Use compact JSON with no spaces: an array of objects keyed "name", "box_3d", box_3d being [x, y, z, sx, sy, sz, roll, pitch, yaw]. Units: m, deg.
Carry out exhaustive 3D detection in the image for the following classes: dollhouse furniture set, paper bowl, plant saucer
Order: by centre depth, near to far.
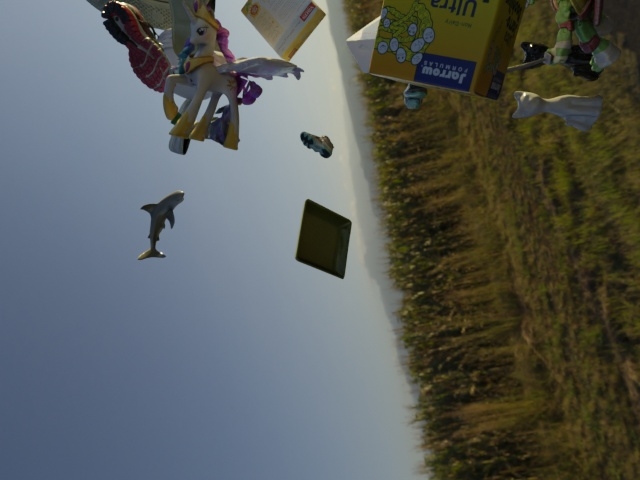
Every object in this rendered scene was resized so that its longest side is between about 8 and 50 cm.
[{"name":"plant saucer","box_3d":[0.000,0.000,1.593,0.188,0.045,0.188,25,-115,-37]},{"name":"dollhouse furniture set","box_3d":[-0.374,-0.347,1.654,0.152,0.059,0.076,-15,-47,-62]},{"name":"paper bowl","box_3d":[-0.464,-0.614,1.982,0.284,0.284,0.148,56,-137,-66]}]

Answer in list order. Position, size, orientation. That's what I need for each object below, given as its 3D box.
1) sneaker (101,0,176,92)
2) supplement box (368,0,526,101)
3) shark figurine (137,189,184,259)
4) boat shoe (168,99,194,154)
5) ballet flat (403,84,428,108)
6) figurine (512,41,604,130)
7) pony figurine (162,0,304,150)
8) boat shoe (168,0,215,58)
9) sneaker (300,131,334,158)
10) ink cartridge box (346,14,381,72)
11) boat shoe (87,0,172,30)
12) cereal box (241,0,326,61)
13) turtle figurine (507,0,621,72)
[{"name":"sneaker","box_3d":[-0.524,-0.589,1.666,0.299,0.121,0.112,59,-152,-6]},{"name":"supplement box","box_3d":[0.239,-0.436,0.933,0.195,0.194,0.356,-19,-56,-60]},{"name":"shark figurine","box_3d":[-0.598,-0.072,1.981,0.116,0.166,0.278,21,-86,-41]},{"name":"boat shoe","box_3d":[-0.518,-0.442,2.155,0.227,0.081,0.079,-68,-12,12]},{"name":"ballet flat","box_3d":[0.287,-0.456,1.678,0.203,0.074,0.074,-7,-95,-85]},{"name":"figurine","box_3d":[0.602,-0.398,1.403,0.092,0.210,0.214,19,-100,-79]},{"name":"pony figurine","box_3d":[-0.268,-0.445,1.526,0.351,0.303,0.363,4,-78,-51]},{"name":"boat shoe","box_3d":[-0.366,-0.698,1.608,0.340,0.127,0.113,102,179,-45]},{"name":"sneaker","box_3d":[-0.006,-0.264,1.454,0.098,0.038,0.069,37,-138,-13]},{"name":"ink cartridge box","box_3d":[0.267,-0.662,1.737,0.131,0.306,0.226,55,172,-27]},{"name":"boat shoe","box_3d":[-0.667,-0.923,2.092,0.187,0.501,0.155,121,159,-61]},{"name":"cereal box","box_3d":[-0.112,-0.659,1.594,0.240,0.173,0.047,54,-156,23]},{"name":"turtle figurine","box_3d":[0.518,-0.471,1.224,0.266,0.274,0.197,20,-153,-30]}]
